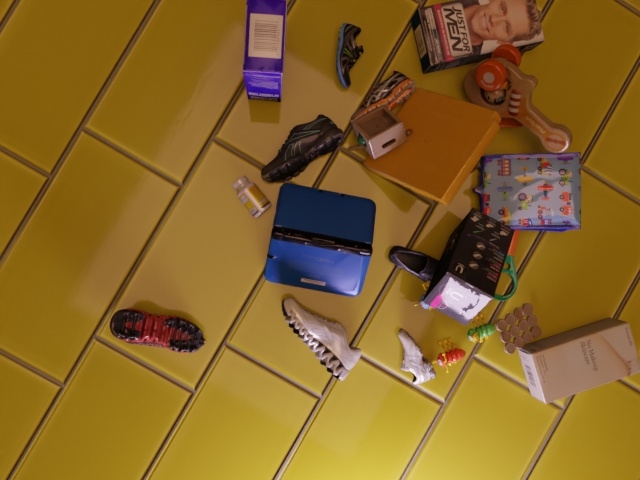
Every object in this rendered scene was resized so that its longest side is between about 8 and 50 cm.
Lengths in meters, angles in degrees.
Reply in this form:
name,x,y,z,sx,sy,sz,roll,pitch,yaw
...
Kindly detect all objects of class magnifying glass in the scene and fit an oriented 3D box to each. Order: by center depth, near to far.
name,x,y,z,sx,sy,sz,roll,pitch,yaw
magnifying glass,0.562,0.068,1.911,0.092,0.026,0.231,14,91,-4

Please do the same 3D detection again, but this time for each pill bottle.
name,x,y,z,sx,sy,sz,roll,pitch,yaw
pill bottle,-0.199,-0.128,1.826,0.065,0.065,0.116,-39,94,-3

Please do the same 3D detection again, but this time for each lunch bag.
name,x,y,z,sx,sy,sz,roll,pitch,yaw
lunch bag,0.596,-0.141,1.859,0.293,0.138,0.221,1,87,0

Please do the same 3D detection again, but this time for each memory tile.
name,x,y,z,sx,sy,sz,roll,pitch,yaw
memory tile,0.593,0.262,1.896,0.148,0.012,0.113,-24,95,-22

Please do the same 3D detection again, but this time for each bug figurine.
name,x,y,z,sx,sy,sz,roll,pitch,yaw
bug figurine,0.398,0.237,1.846,0.216,0.072,0.279,-22,104,-10

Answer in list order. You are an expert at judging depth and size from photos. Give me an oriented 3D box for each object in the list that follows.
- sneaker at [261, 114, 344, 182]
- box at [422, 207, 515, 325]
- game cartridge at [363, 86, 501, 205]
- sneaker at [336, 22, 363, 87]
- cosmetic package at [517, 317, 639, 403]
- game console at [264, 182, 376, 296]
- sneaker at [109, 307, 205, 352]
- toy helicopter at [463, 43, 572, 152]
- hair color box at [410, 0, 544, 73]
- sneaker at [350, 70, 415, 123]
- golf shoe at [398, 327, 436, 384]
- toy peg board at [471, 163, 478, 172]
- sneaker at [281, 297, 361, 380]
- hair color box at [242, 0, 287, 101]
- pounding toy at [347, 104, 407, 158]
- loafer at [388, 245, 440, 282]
name,x,y,z,sx,sy,sz,roll,pitch,yaw
sneaker,-0.064,-0.264,1.836,0.267,0.101,0.106,-32,71,-3
box,0.414,0.070,1.761,0.143,0.165,0.270,29,51,3
game cartridge,0.308,-0.269,1.763,0.285,0.323,0.052,-55,136,-2
sneaker,0.086,-0.540,1.846,0.078,0.067,0.188,5,87,2
cosmetic package,0.767,0.354,1.883,0.309,0.113,0.160,-18,92,-3
game console,0.000,0.000,1.863,0.293,0.173,0.250,11,120,-4
sneaker,-0.466,0.255,1.794,0.276,0.135,0.098,17,76,-27
toy helicopter,0.557,-0.367,1.812,0.355,0.235,0.140,41,53,4
hair color box,0.458,-0.618,1.857,0.347,0.105,0.174,-14,92,-5
sneaker,0.173,-0.412,1.856,0.215,0.084,0.083,-36,64,2
golf shoe,0.265,0.346,1.868,0.086,0.069,0.176,-32,91,3
toy peg board,0.375,-0.229,1.835,0.160,0.161,0.079,-37,67,-10
sneaker,0.000,0.266,1.833,0.118,0.110,0.292,-42,102,-11
hair color box,-0.148,-0.497,1.691,0.110,0.339,0.185,3,90,-3
pounding toy,0.153,-0.297,1.807,0.141,0.130,0.100,-29,135,-5
loafer,0.305,0.080,1.860,0.223,0.078,0.076,24,89,-5
